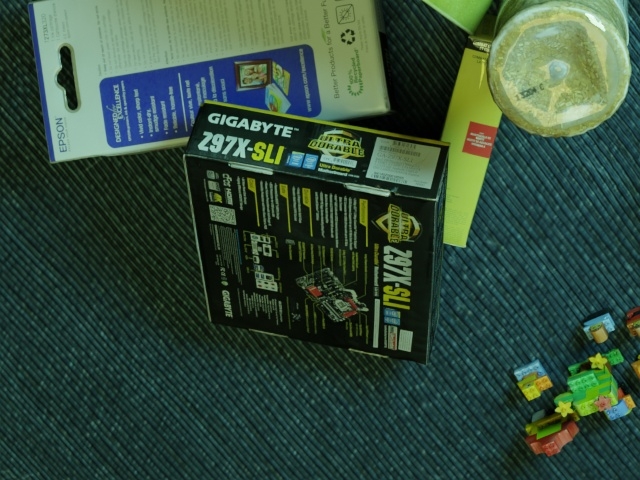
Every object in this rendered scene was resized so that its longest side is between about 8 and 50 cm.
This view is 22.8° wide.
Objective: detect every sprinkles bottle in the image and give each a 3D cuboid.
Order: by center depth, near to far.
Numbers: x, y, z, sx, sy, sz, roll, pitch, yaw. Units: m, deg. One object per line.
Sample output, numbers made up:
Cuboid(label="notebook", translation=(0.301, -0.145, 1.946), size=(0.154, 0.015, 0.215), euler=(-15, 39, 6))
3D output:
Cuboid(label="sprinkles bottle", translation=(0.221, -0.213, 1.449), size=(0.121, 0.355, 0.121), euler=(4, 116, 8))

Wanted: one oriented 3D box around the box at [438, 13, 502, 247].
Cuboid(label="box", translation=(0.156, -0.115, 1.662), size=(0.058, 0.087, 0.232), euler=(15, 116, 2))

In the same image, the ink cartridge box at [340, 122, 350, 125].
Cuboid(label="ink cartridge box", translation=(-0.037, -0.102, 1.727), size=(0.145, 0.045, 0.179), euler=(-17, 109, 18))

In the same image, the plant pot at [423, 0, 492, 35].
Cuboid(label="plant pot", translation=(0.110, -0.380, 1.408), size=(0.274, 0.275, 0.293), euler=(34, 99, -7))

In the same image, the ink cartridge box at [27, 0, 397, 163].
Cuboid(label="ink cartridge box", translation=(-0.114, -0.191, 1.651), size=(0.370, 0.069, 0.176), euler=(-8, 91, 12))

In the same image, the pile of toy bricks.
Cuboid(label="pile of toy bricks", translation=(0.306, 0.161, 1.759), size=(0.212, 0.105, 0.118), euler=(-26, 109, 21))

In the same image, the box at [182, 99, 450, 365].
Cuboid(label="box", translation=(0.000, 0.000, 1.663), size=(0.257, 0.079, 0.322), euler=(9, 146, 9))
